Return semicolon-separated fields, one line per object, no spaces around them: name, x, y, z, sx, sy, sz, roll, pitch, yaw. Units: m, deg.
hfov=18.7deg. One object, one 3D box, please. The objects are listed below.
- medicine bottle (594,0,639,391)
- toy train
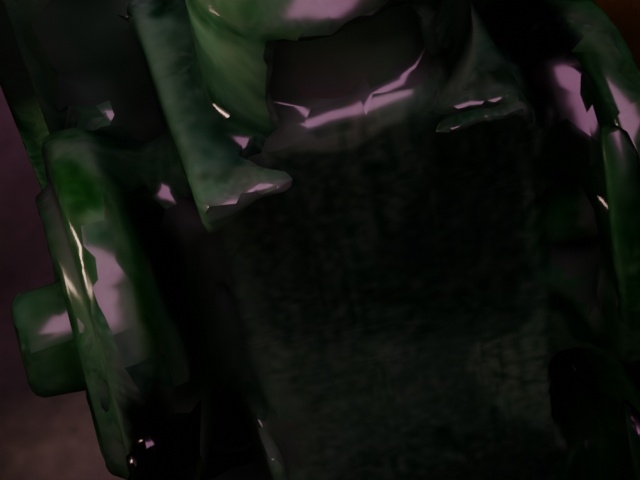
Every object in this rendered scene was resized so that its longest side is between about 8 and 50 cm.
medicine bottle;0.207;0.011;0.458;0.232;0.238;0.238;-20;61;-8
toy train;0.000;0.000;0.475;0.145;0.266;0.202;-18;51;-5
